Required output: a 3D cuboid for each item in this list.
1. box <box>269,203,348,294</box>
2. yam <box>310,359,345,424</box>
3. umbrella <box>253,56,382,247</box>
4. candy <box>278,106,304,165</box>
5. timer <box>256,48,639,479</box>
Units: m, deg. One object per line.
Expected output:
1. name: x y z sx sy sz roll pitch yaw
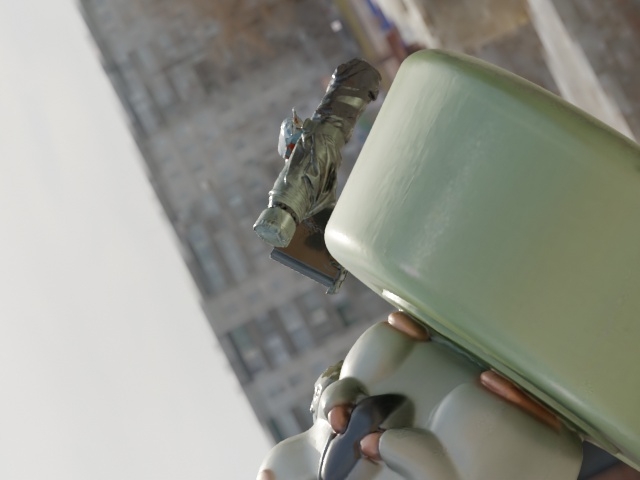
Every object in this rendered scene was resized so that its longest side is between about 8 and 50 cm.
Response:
1. box: 0.000 0.000 1.710 0.069 0.084 0.122 23 180 3
2. yam: 0.091 0.192 1.784 0.330 0.133 0.133 41 -160 -55
3. umbrella: 0.001 -0.075 1.554 0.188 0.050 0.046 -61 -36 -31
4. candy: -0.024 -0.084 1.605 0.083 0.020 0.030 105 151 -66
5. timer: 0.085 0.095 1.059 0.290 0.315 0.291 35 177 2
